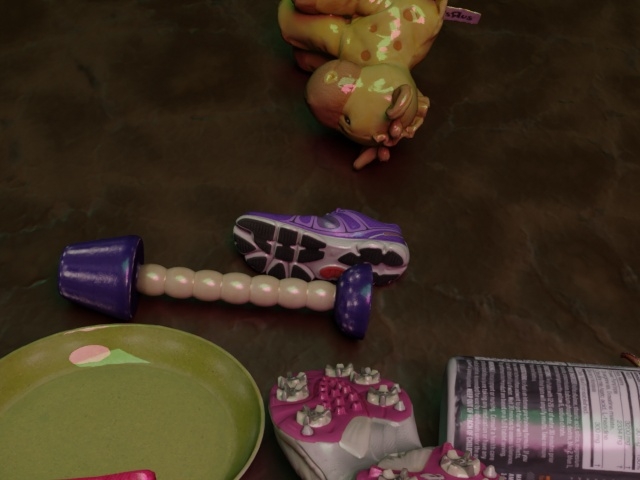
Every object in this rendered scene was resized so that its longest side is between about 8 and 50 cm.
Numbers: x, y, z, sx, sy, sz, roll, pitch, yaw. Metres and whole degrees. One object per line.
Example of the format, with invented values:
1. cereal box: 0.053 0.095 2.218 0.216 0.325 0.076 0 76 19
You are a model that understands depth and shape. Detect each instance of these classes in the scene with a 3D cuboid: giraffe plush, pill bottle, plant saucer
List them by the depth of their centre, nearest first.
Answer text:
1. plant saucer: -0.165 0.150 0.703 0.240 0.037 0.241 4 31 -2
2. pill bottle: 0.219 0.163 0.705 0.245 0.130 0.131 4 55 5
3. giraffe plush: 0.048 -0.169 0.915 0.210 0.181 0.171 4 66 18

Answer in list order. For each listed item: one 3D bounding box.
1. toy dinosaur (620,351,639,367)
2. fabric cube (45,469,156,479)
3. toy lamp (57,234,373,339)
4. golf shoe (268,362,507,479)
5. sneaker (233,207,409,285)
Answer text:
1. toy dinosaur: 0.318 0.133 0.783 0.082 0.047 0.090 16 43 -17
2. fabric cube: -0.207 0.303 0.504 0.254 0.259 0.258 -2 56 -6
3. toy lamp: -0.094 0.042 0.806 0.274 0.080 0.080 8 55 -4
4. golf shoe: 0.037 0.190 0.657 0.115 0.140 0.306 -7 17 -19
5. sneaker: 0.000 0.000 0.862 0.169 0.068 0.071 10 40 -10
